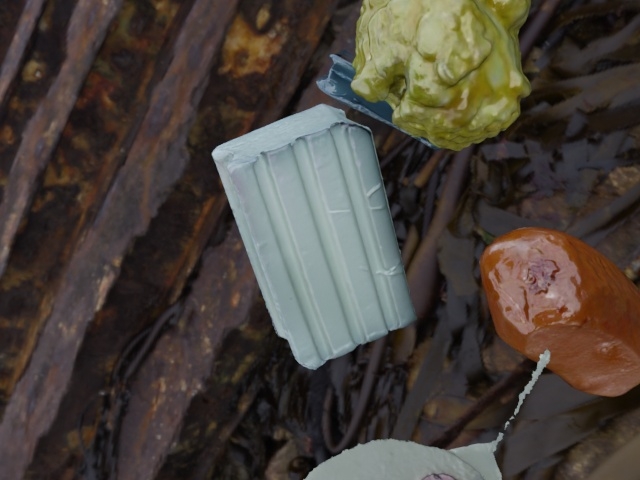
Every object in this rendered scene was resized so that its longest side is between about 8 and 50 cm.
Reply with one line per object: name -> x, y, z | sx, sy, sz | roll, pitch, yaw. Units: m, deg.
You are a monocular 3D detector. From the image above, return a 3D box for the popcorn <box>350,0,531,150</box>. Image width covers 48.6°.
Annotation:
popcorn -> 0.152, -0.235, 0.895 | 0.255, 0.256, 0.195 | -40, 9, -26

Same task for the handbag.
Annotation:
handbag -> 0.115, -0.234, 1.146 | 0.062, 0.229, 0.179 | -64, -3, 22

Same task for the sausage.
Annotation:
sausage -> 0.260, 0.071, 0.726 | 0.133, 0.258, 0.133 | -32, 41, 34

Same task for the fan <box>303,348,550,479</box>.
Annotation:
fan -> 0.097, 0.161, 0.453 | 0.182, 0.310, 0.010 | 38, 137, 8

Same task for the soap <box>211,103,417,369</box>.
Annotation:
soap -> 0.000, 0.000, 0.745 | 0.150, 0.262, 0.094 | -22, 29, -11
